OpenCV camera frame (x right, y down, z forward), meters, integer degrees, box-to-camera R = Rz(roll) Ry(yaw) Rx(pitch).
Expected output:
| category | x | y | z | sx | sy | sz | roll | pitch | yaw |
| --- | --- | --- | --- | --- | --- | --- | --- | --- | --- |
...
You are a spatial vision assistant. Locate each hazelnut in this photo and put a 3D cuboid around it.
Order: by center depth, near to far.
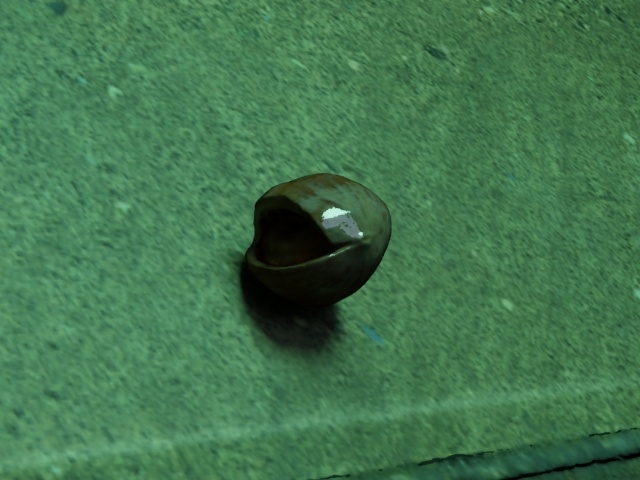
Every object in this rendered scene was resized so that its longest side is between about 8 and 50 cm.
| category | x | y | z | sx | sy | sz | roll | pitch | yaw |
| --- | --- | --- | --- | --- | --- | --- | --- | --- | --- |
| hazelnut | 0.000 | 0.000 | 1.053 | 0.086 | 0.086 | 0.086 | 28 | 32 | -20 |
